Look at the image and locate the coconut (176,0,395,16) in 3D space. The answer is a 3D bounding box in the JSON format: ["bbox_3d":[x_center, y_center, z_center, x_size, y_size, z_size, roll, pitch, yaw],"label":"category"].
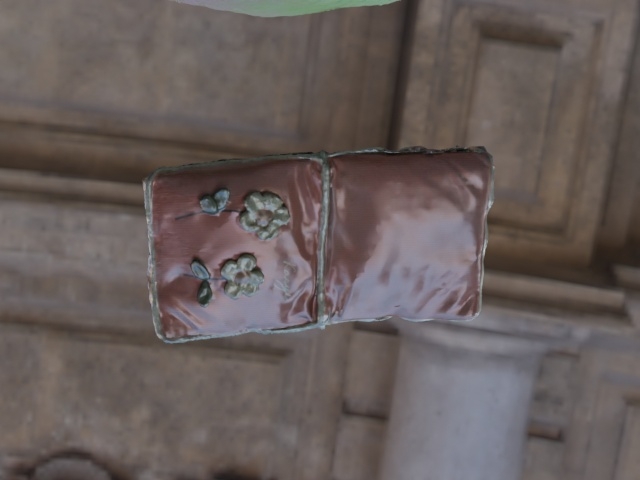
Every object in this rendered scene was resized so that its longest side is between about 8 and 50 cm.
[{"bbox_3d":[-0.002,-0.245,0.665,0.328,0.281,0.328,-4,-136,4],"label":"coconut"}]

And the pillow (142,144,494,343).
[{"bbox_3d":[0.000,0.000,0.959,0.233,0.126,0.043,-4,-158,-6],"label":"pillow"}]
